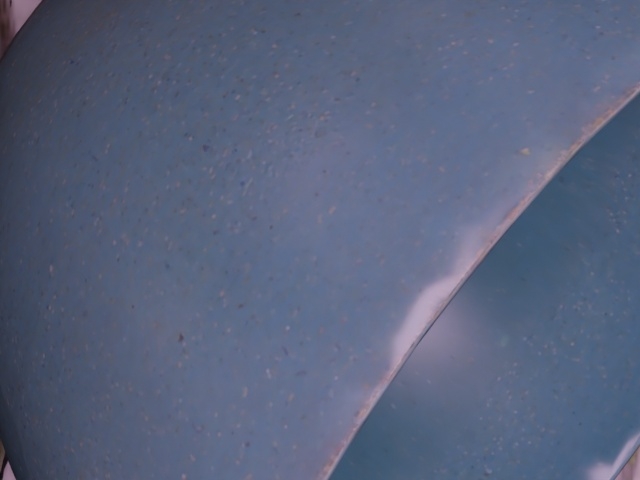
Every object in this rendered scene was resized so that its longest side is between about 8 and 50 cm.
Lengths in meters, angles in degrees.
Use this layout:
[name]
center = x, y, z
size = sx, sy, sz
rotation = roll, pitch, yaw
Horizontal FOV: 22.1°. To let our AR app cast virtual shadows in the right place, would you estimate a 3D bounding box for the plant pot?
[plant pot]
center = 0.000, 0.000, 0.534
size = 0.195, 0.290, 0.290
rotation = 37, 71, 24
